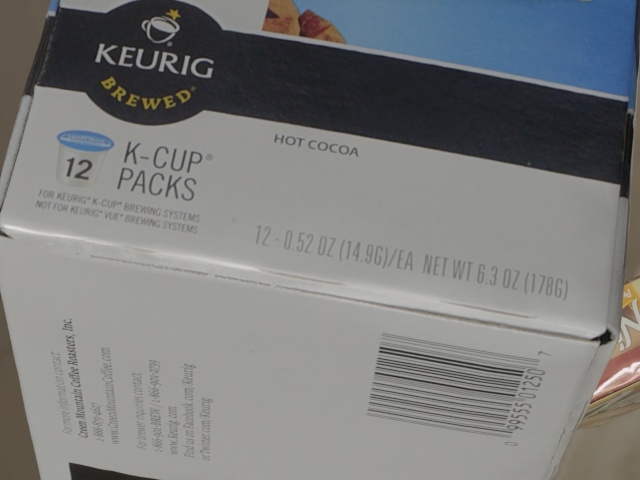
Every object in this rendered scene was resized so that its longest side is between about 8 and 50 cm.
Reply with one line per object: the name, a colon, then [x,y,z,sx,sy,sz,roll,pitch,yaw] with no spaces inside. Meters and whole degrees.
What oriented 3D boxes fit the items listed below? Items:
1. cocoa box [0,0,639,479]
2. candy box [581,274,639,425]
cocoa box: [0.000,0.000,0.843,0.347,0.231,0.228,96,-176,-61]
candy box: [0.276,0.106,1.707,0.088,0.183,0.316,66,-161,13]
